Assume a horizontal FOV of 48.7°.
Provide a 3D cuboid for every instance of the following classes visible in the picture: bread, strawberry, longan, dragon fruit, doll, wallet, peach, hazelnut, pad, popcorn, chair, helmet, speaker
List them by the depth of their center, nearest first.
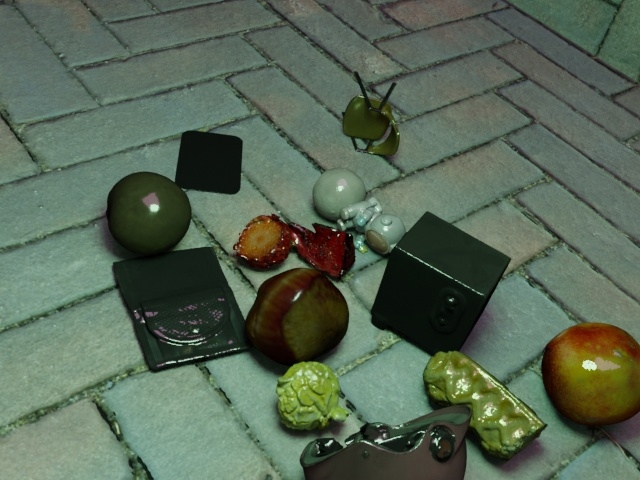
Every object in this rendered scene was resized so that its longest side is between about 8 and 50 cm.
[{"bbox_3d":[0.137,0.428,1.276,0.338,0.271,0.197,-6,77,-28],"label":"helmet"},{"bbox_3d":[-0.021,0.312,1.422,0.141,0.135,0.162,-15,48,-38],"label":"popcorn"},{"bbox_3d":[0.334,0.340,1.496,0.268,0.130,0.152,41,13,26],"label":"bread"},{"bbox_3d":[-0.050,0.159,1.537,0.229,0.229,0.229,8,44,-7],"label":"hazelnut"},{"bbox_3d":[0.602,0.292,1.553,0.231,0.231,0.231,8,44,-7],"label":"peach"},{"bbox_3d":[-0.312,0.141,1.591,0.247,0.041,0.323,-9,46,-25],"label":"wallet"},{"bbox_3d":[0.263,0.113,1.617,0.232,0.254,0.184,31,45,16],"label":"speaker"},{"bbox_3d":[-0.404,-0.066,1.668,0.197,0.196,0.220,-8,33,-22],"label":"longan"},{"bbox_3d":[-0.134,0.007,1.724,0.145,0.086,0.145,-8,64,17],"label":"strawberry"},{"bbox_3d":[-0.010,0.015,1.749,0.192,0.122,0.092,29,60,11],"label":"dragon fruit"},{"bbox_3d":[0.109,-0.071,1.854,0.287,0.151,0.151,41,49,20],"label":"doll"},{"bbox_3d":[-0.311,-0.224,1.992,0.181,0.004,0.267,7,44,-9],"label":"pad"},{"bbox_3d":[0.157,-0.373,2.161,0.172,0.158,0.247,13,42,-5],"label":"chair"}]
